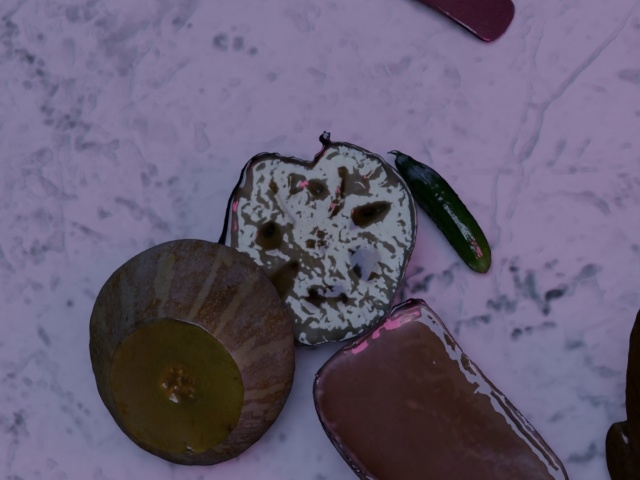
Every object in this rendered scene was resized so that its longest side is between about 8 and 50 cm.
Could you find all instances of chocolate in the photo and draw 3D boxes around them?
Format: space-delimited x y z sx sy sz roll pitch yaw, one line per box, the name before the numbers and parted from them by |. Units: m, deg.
chocolate | 0.105 0.195 1.426 0.161 0.083 0.261 -31 72 -18

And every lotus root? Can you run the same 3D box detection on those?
lotus root | -0.001 0.004 1.499 0.183 0.078 0.203 22 90 11

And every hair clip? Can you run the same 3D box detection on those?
hair clip | 0.130 -0.249 1.579 0.137 0.022 0.054 33 79 16

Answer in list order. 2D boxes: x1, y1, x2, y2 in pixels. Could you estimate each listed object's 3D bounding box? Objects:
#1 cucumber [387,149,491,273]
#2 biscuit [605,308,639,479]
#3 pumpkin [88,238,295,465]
cucumber | 0.118 -0.034 1.512 0.037 0.037 0.155 -36 73 -2
biscuit | 0.336 0.217 1.287 0.063 0.314 0.367 -11 99 -17
pumpkin | -0.134 0.109 1.443 0.217 0.110 0.217 1 95 15
